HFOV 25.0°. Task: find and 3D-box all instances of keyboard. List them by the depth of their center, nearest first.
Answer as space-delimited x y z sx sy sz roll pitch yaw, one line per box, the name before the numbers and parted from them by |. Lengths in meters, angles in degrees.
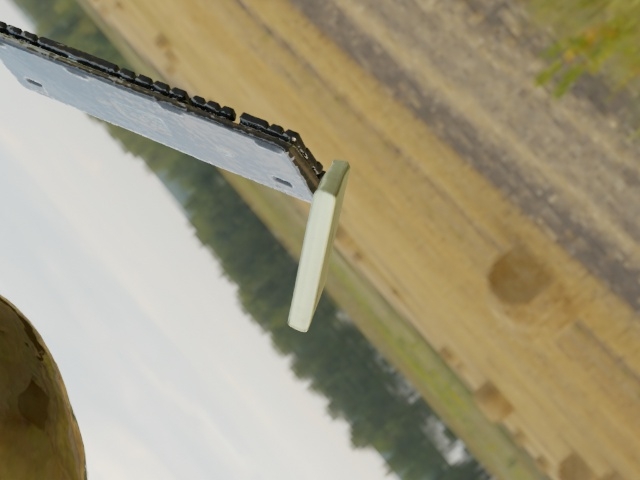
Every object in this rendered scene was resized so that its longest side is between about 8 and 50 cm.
keyboard | -0.137 -0.107 1.169 0.317 0.027 0.106 22 164 24

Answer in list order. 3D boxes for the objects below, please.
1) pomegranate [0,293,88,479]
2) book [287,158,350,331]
pomegranate | -0.258 0.137 0.698 0.307 0.307 0.307 50 178 2
book | -0.001 0.000 0.807 0.014 0.077 0.111 13 -168 2
